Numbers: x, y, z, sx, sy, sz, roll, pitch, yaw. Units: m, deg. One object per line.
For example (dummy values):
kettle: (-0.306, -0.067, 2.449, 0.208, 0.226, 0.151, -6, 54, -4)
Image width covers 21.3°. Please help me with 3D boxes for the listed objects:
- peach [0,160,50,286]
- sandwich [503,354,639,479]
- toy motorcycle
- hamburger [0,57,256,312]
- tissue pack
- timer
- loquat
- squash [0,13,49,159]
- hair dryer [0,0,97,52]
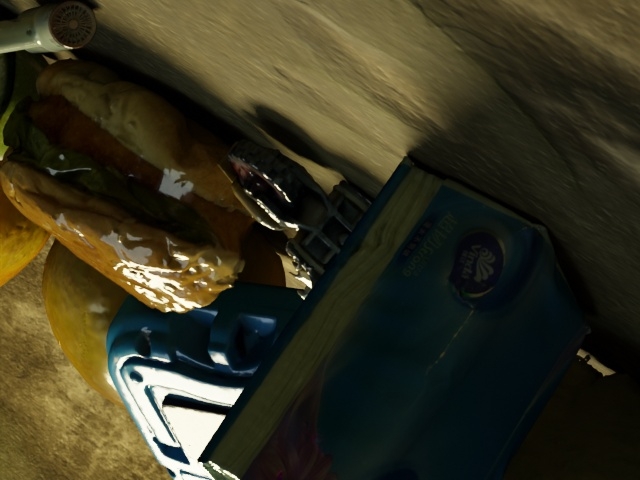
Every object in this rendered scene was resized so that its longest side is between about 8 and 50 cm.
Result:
peach: (-0.462, -0.067, 1.867, 0.290, 0.372, 0.372, 54, 180, 25)
sandwich: (0.160, 0.213, 1.373, 0.325, 0.262, 0.131, 2, 124, 22)
toy motorcycle: (0.000, -0.001, 1.432, 0.229, 0.094, 0.130, 42, 171, -17)
hamburger: (-0.200, -0.064, 1.593, 0.209, 0.162, 0.330, 37, 175, -27)
tissue pack: (0.062, 0.112, 1.215, 0.146, 0.263, 0.198, 29, 166, 32)
timer: (-0.042, 0.171, 1.676, 0.340, 0.115, 0.309, 6, 138, 28)
loquat: (-0.175, 0.063, 1.889, 0.276, 0.276, 0.284, 33, 168, 5)
squash: (-0.344, -0.148, 1.693, 0.170, 0.170, 0.123, 29, -178, 30)
hair dryer: (-0.292, -0.167, 1.423, 0.155, 0.183, 0.044, -170, 69, -70)
